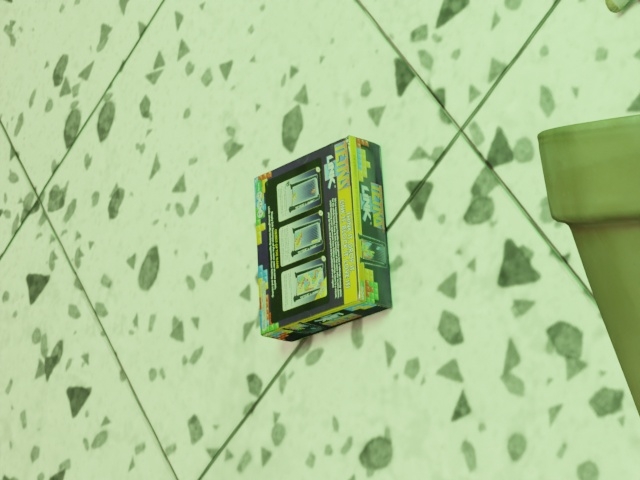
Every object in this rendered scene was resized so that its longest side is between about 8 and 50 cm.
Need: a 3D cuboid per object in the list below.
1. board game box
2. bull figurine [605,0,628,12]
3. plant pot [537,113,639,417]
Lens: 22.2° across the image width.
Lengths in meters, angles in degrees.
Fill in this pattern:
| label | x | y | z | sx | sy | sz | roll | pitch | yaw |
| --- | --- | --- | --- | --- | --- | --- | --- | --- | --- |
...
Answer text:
| label | x | y | z | sx | sy | sz | roll | pitch | yaw |
| --- | --- | --- | --- | --- | --- | --- | --- | --- | --- |
| board game box | 0.000 | 0.000 | 1.597 | 0.141 | 0.048 | 0.170 | -20 | 65 | 41 |
| bull figurine | 0.295 | -0.271 | 1.309 | 0.188 | 0.101 | 0.310 | 4 | 83 | 50 |
| plant pot | 0.319 | 0.044 | 1.078 | 0.323 | 0.323 | 0.280 | -4 | 94 | 47 |
